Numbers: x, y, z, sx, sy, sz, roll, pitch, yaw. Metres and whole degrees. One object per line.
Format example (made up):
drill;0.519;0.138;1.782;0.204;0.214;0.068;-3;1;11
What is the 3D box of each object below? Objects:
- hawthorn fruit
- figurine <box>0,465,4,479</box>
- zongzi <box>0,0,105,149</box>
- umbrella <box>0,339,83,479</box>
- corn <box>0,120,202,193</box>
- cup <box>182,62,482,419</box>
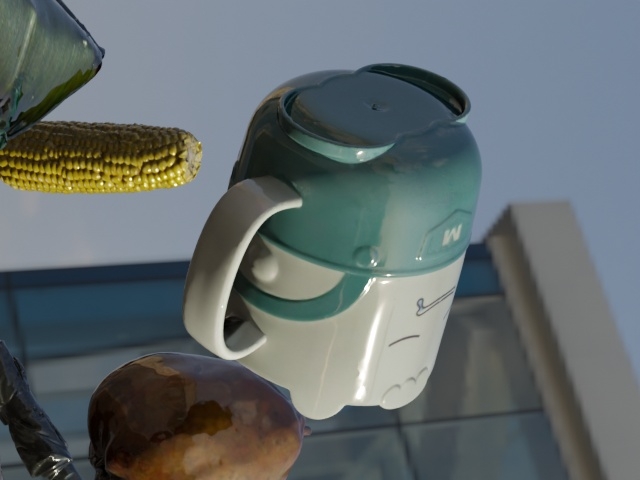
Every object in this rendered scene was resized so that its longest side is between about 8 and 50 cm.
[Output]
hawthorn fruit;-0.116;0.209;1.763;0.208;0.248;0.208;35;-49;52
figurine;-0.372;0.243;1.695;0.229;0.137;0.112;-113;-145;-76
zongzi;-0.360;-0.100;0.898;0.362;0.383;0.319;42;-9;25
umbrella;-0.359;0.227;2.113;0.235;0.059;0.066;57;-29;7
corn;-0.309;-0.107;2.254;0.101;0.310;0.101;5;90;-70
cup;0.000;0.000;1.478;0.219;0.290;0.257;34;-54;30
